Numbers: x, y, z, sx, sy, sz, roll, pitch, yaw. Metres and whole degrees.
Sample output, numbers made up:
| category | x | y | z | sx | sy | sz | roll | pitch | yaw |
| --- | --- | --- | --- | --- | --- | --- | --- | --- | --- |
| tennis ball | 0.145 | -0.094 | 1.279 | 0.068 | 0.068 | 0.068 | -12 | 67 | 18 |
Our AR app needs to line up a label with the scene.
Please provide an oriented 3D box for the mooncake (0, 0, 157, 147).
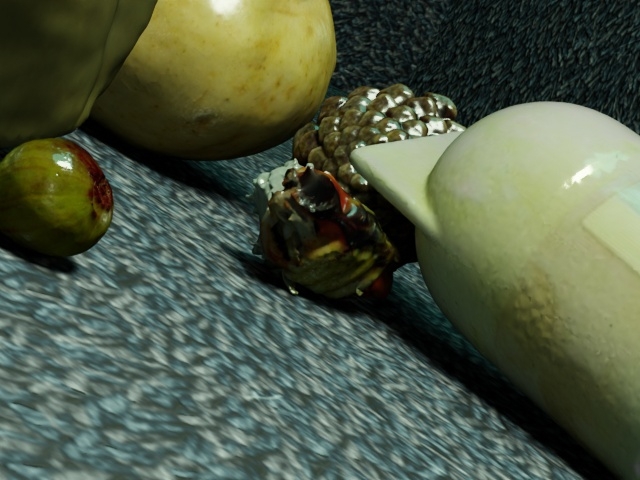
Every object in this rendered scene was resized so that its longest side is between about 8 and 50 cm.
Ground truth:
| category | x | y | z | sx | sy | sz | roll | pitch | yaw |
| --- | --- | --- | --- | --- | --- | --- | --- | --- | --- |
| mooncake | -0.288 | -0.247 | 1.325 | 0.378 | 0.201 | 0.378 | 21 | 29 | -12 |

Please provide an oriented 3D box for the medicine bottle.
| category | x | y | z | sx | sy | sz | roll | pitch | yaw |
| --- | --- | --- | --- | --- | --- | --- | --- | --- | --- |
| medicine bottle | 0.226 | 0.021 | 1.582 | 0.406 | 0.236 | 0.236 | 44 | 15 | 34 |

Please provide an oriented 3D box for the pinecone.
| category | x | y | z | sx | sy | sz | roll | pitch | yaw |
| --- | --- | --- | --- | --- | --- | --- | --- | --- | --- |
| pinecone | 0.062 | -0.052 | 1.788 | 0.184 | 0.179 | 0.204 | -1 | -15 | 17 |

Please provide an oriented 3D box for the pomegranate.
| category | x | y | z | sx | sy | sz | roll | pitch | yaw |
| --- | --- | --- | --- | --- | --- | --- | --- | --- | --- |
| pomegranate | -0.131 | -0.206 | 1.801 | 0.307 | 0.307 | 0.307 | 29 | 8 | -4 |

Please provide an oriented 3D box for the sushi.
| category | x | y | z | sx | sy | sz | roll | pitch | yaw |
| --- | --- | --- | --- | --- | --- | --- | --- | --- | --- |
| sushi | -0.003 | -0.001 | 1.567 | 0.103 | 0.097 | 0.226 | 43 | -1 | 36 |

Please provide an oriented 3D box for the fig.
| category | x | y | z | sx | sy | sz | roll | pitch | yaw |
| --- | --- | --- | --- | --- | --- | --- | --- | --- | --- |
| fig | -0.185 | -0.026 | 1.184 | 0.098 | 0.082 | 0.084 | -8 | 20 | 9 |
